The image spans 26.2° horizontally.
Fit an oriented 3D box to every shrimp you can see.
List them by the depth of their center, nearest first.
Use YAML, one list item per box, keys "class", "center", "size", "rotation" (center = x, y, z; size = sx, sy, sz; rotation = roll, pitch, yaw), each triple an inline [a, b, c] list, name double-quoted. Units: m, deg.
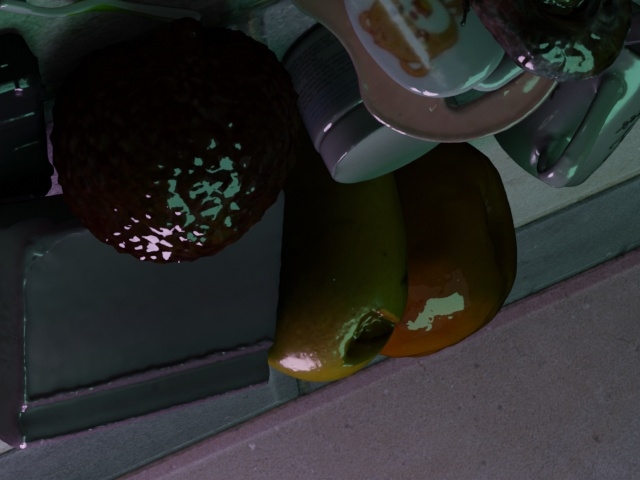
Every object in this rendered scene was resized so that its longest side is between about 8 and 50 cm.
- class: "shrimp"
  center: [0.129, -0.269, 1.190]
  size: [0.145, 0.343, 0.116]
  rotation: [-47, -175, 5]

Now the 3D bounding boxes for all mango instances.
- class: "mango"
  center: [0.000, 0.000, 1.782]
  size: [0.252, 0.365, 0.182]
  rotation: [3, 180, 40]

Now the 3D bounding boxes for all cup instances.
- class: "cup"
  center: [0.362, -0.190, 1.890]
  size: [0.186, 0.258, 0.234]
  rotation: [28, 134, -12]

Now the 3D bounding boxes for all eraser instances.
- class: "eraser"
  center: [-0.218, 0.071, 1.604]
  size: [0.359, 0.122, 0.272]
  rotation: [-11, 115, -41]

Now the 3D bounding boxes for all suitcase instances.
- class: "suitcase"
  center: [-0.382, -0.097, 1.417]
  size: [0.206, 0.066, 0.285]
  rotation: [-20, 162, -16]

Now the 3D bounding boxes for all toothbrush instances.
- class: "toothbrush"
  center: [-0.211, -0.224, 1.347]
  size: [0.022, 0.026, 0.263]
  rotation: [-18, 171, 38]

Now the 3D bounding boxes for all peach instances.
- class: "peach"
  center: [0.120, 0.012, 2.014]
  size: [0.301, 0.343, 0.342]
  rotation: [-8, 170, 23]

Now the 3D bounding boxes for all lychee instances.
- class: "lychee"
  center: [-0.145, -0.103, 1.421]
  size: [0.260, 0.261, 0.260]
  rotation: [-23, 163, -8]

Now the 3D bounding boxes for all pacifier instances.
- class: "pacifier"
  center: [0.107, -0.252, 1.363]
  size: [0.220, 0.332, 0.273]
  rotation: [-43, -158, -14]

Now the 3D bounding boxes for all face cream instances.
- class: "face cream"
  center: [0.060, -0.177, 1.651]
  size: [0.177, 0.153, 0.177]
  rotation: [-23, 165, -7]

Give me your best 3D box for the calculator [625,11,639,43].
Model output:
- class: "calculator"
  center: [0.284, -0.245, 1.732]
  size: [0.194, 0.043, 0.294]
  rotation: [-14, -174, -33]
